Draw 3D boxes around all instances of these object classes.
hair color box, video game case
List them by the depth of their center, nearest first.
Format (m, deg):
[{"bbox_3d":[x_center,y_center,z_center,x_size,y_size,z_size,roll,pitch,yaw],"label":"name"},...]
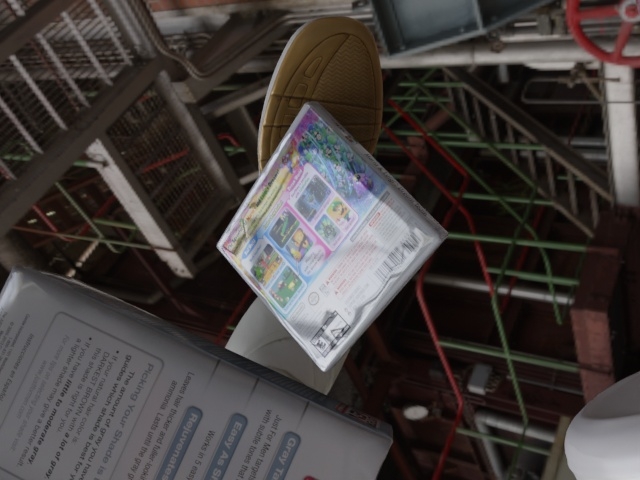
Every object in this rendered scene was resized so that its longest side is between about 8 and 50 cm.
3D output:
[{"bbox_3d":[0.000,0.000,0.528,0.019,0.143,0.157,-18,-29,-53],"label":"video game case"},{"bbox_3d":[-0.139,0.183,0.635,0.113,0.374,0.186,57,-123,-79],"label":"hair color box"}]

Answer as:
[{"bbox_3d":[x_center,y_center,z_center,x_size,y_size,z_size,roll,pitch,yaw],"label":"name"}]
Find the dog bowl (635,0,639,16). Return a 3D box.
[{"bbox_3d":[0.393,-0.198,0.429,0.408,0.407,0.151,-51,-28,-38],"label":"dog bowl"}]

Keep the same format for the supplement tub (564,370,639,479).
[{"bbox_3d":[0.278,0.194,0.377,0.191,0.191,0.272,-10,-108,-55],"label":"supplement tub"}]

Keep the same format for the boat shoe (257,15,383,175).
[{"bbox_3d":[-0.012,-0.073,0.609,0.096,0.098,0.277,-103,18,-50],"label":"boat shoe"}]

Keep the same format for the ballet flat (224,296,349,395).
[{"bbox_3d":[-0.080,0.207,0.773,0.400,0.139,0.139,-54,-30,16],"label":"ballet flat"}]
